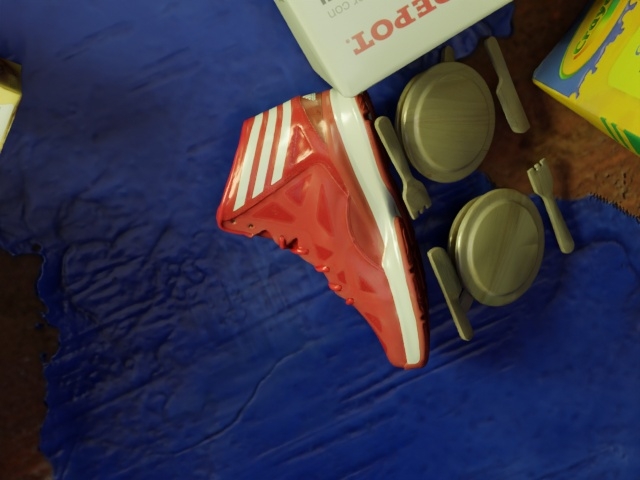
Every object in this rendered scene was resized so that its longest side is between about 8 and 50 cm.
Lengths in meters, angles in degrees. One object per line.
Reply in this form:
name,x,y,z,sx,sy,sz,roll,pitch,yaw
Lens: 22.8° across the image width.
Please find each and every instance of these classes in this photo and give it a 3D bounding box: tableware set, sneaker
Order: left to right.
sneaker,0.000,0.000,1.144,0.128,0.087,0.221,-14,105,9
tableware set,0.104,-0.041,1.153,0.128,0.039,0.194,-37,117,-27

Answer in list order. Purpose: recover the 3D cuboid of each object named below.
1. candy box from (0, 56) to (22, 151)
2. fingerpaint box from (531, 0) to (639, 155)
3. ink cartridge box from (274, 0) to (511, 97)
candy box,-0.289,-0.117,1.028,0.186,0.109,0.053,19,101,-16
fingerpaint box,0.371,-0.211,0.989,0.163,0.371,0.445,33,96,-17
ink cartridge box,0.028,-0.271,1.038,0.211,0.121,0.289,-31,109,-1
